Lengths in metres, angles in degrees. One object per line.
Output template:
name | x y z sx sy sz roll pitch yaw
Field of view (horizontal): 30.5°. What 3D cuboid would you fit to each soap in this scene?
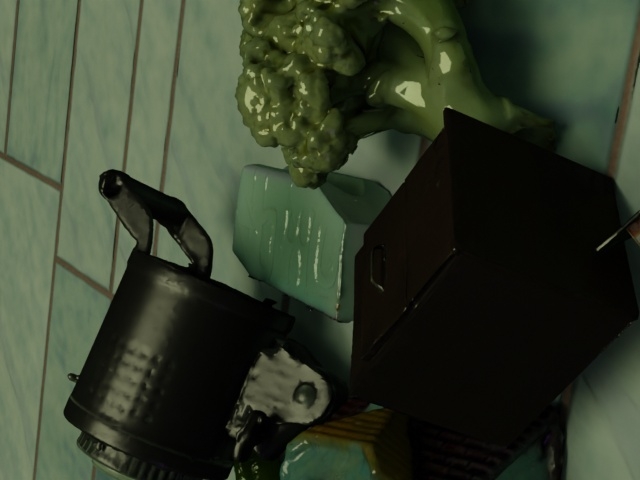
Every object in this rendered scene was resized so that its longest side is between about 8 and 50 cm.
soap | 0.000 0.000 1.279 0.230 0.091 0.145 17 105 54

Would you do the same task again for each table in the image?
table | 0.129 0.035 0.984 0.169 0.172 0.193 -86 22 -46

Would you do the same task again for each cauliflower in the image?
cauliflower | 0.043 -0.169 1.075 0.281 0.260 0.327 -123 26 -42

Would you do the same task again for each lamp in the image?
lamp | -0.172 0.143 1.335 0.374 0.205 0.272 43 95 24

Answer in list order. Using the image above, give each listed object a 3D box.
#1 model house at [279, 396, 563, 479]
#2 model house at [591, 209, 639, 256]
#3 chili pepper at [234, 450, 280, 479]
model house | 0.088 0.221 1.090 0.280 0.230 0.249 2 68 52
model house | 0.299 -0.012 0.867 0.088 0.117 0.167 54 133 16
chili pepper | -0.080 0.290 1.407 0.085 0.076 0.359 -35 56 51
